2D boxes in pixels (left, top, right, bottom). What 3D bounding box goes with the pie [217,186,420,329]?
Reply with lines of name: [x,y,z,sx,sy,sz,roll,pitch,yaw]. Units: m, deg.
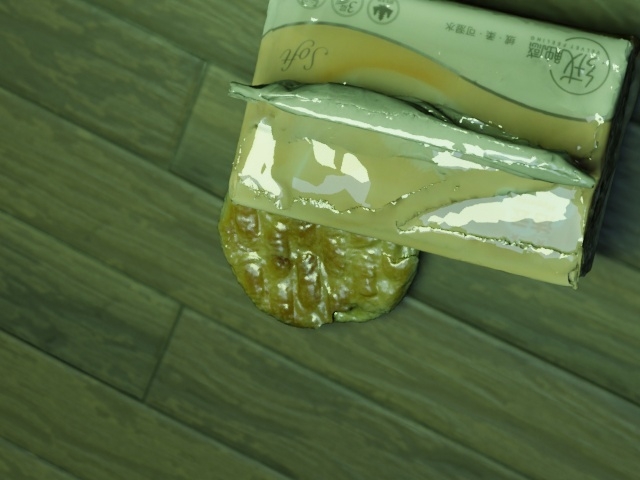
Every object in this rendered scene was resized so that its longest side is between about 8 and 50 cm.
pie: [0.000,0.000,1.545,0.195,0.046,0.195,5,110,16]

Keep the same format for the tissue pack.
tissue pack: [0.091,-0.096,1.366,0.305,0.238,0.238,15,114,11]
